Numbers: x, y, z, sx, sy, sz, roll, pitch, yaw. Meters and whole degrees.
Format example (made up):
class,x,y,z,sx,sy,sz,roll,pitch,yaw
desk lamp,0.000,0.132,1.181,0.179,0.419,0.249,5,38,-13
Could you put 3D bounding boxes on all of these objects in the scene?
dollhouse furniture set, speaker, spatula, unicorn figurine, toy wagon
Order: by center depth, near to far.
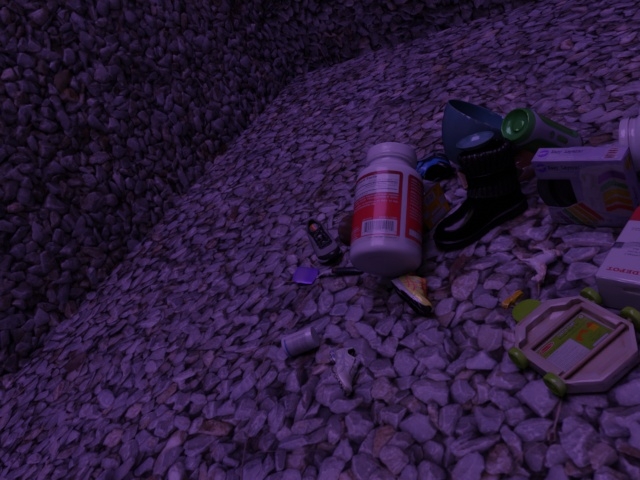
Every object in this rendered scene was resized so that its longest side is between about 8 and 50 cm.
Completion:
class,x,y,z,sx,sy,sz,roll,pitch,yaw
toy wagon,0.585,0.223,1.375,0.267,0.068,0.344,-36,29,-9
unicorn figurine,0.612,0.064,1.594,0.162,0.060,0.111,-40,30,-15
speaker,0.728,-0.339,1.858,0.131,0.296,0.131,-24,61,51
dollhouse furniture set,0.591,-0.238,1.985,0.151,0.144,0.123,-59,17,29
spatula,0.028,0.119,2.073,0.296,0.030,0.084,-8,38,34

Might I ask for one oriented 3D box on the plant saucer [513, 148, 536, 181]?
class,x,y,z,sx,sy,sz,roll,pitch,yaw
plant saucer,0.709,-0.277,2.044,0.199,0.036,0.198,-23,30,14

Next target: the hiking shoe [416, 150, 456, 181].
class,x,y,z,sx,sy,sz,roll,pitch,yaw
hiking shoe,0.371,-0.259,2.244,0.304,0.113,0.132,-25,29,10

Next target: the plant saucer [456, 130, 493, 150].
class,x,y,z,sx,sy,sz,roll,pitch,yaw
plant saucer,0.492,-0.311,1.800,0.119,0.021,0.119,-21,21,9

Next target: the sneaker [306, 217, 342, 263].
class,x,y,z,sx,sy,sz,roll,pitch,yaw
sneaker,0.000,0.000,2.202,0.100,0.108,0.271,-31,31,-3

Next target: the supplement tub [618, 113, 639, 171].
class,x,y,z,sx,sy,sz,roll,pitch,yaw
supplement tub,1.020,-0.291,1.624,0.272,0.191,0.191,-5,39,38

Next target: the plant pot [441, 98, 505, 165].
class,x,y,z,sx,sy,sz,roll,pitch,yaw
plant pot,0.572,-0.379,2.124,0.290,0.290,0.195,-101,28,-59

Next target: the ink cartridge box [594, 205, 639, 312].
class,x,y,z,sx,sy,sz,roll,pitch,yaw
ink cartridge box,0.821,0.051,1.369,0.273,0.114,0.197,-45,33,-25

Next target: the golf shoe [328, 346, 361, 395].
class,x,y,z,sx,sy,sz,roll,pitch,yaw
golf shoe,0.078,0.365,1.626,0.086,0.069,0.176,-23,31,3

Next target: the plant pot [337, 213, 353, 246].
class,x,y,z,sx,sy,sz,roll,pitch,yaw
plant pot,0.156,-0.032,2.066,0.167,0.167,0.165,-42,24,-18

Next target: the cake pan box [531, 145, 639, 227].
class,x,y,z,sx,sy,sz,roll,pitch,yaw
cake pan box,0.752,-0.151,1.604,0.267,0.245,0.070,10,48,48

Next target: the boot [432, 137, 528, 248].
class,x,y,z,sx,sy,sz,roll,pitch,yaw
boot,0.485,-0.154,1.834,0.348,0.260,0.131,-31,29,0

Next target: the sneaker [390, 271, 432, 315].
class,x,y,z,sx,sy,sz,roll,pitch,yaw
sneaker,0.294,0.150,1.734,0.094,0.081,0.208,-32,29,-5

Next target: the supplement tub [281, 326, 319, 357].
class,x,y,z,sx,sy,sz,roll,pitch,yaw
supplement tub,-0.064,0.324,1.809,0.107,0.071,0.071,-23,31,14

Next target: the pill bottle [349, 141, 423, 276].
class,x,y,z,sx,sy,sz,roll,pitch,yaw
pill bottle,0.223,-0.107,1.864,0.229,0.229,0.407,-10,61,32

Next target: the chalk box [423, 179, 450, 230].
class,x,y,z,sx,sy,sz,roll,pitch,yaw
chalk box,0.339,-0.138,2.077,0.132,0.132,0.213,-43,31,-19
